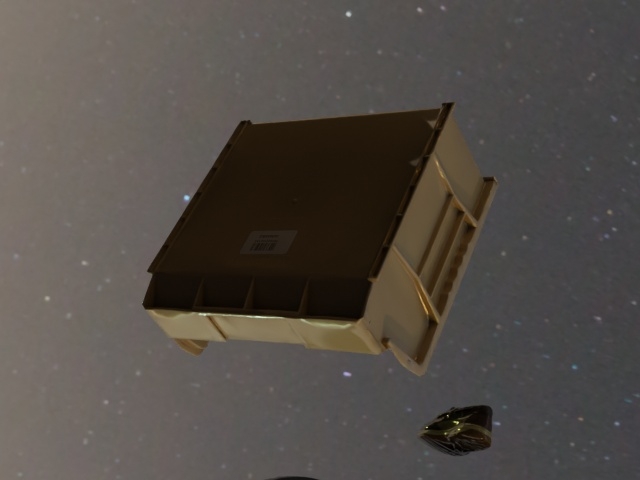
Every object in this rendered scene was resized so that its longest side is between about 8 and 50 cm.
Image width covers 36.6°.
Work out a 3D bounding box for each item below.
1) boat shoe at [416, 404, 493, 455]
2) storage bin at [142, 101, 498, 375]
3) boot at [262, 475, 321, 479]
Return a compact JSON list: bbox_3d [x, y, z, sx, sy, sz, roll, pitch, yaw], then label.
[{"bbox_3d":[0.167,0.227,1.167,0.049,0.056,0.152,-63,-166,-22],"label":"boat shoe"},{"bbox_3d":[0.000,0.000,0.945,0.262,0.123,0.260,1,-131,33],"label":"storage bin"},{"bbox_3d":[0.155,0.380,1.157,0.445,0.367,0.146,-12,-119,50],"label":"boot"}]
